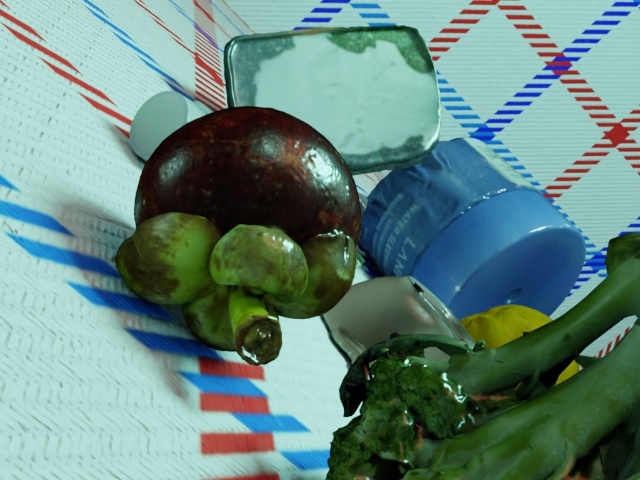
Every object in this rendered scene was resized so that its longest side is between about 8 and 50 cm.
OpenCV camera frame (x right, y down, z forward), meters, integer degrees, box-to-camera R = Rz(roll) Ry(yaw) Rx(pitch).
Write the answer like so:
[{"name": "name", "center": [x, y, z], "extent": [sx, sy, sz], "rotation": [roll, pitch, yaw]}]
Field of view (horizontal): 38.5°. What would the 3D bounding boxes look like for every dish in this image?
[{"name": "dish", "center": [0.103, 0.113, 0.893], "extent": [0.213, 0.090, 0.213], "rotation": [46, 10, -10]}]

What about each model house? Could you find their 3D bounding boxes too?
[{"name": "model house", "center": [-0.008, -0.158, 1.258], "extent": [0.301, 0.272, 0.190], "rotation": [152, -71, -74]}]

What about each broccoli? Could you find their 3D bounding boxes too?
[{"name": "broccoli", "center": [0.164, 0.148, 0.487], "extent": [0.304, 0.283, 0.321], "rotation": [24, 5, -41]}]

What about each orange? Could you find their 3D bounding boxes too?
[{"name": "orange", "center": [0.202, 0.140, 1.007], "extent": [0.136, 0.159, 0.159], "rotation": [63, 8, -6]}]

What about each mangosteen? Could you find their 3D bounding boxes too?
[{"name": "mangosteen", "center": [-0.048, 0.007, 0.594], "extent": [0.145, 0.156, 0.181], "rotation": [89, -6, -67]}]

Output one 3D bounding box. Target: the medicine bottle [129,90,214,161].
[{"name": "medicine bottle", "center": [-0.093, -0.069, 0.850], "extent": [0.183, 0.069, 0.119], "rotation": [31, 21, -53]}]

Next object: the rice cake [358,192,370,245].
[{"name": "rice cake", "center": [0.102, -0.019, 1.520], "extent": [0.106, 0.050, 0.298], "rotation": [49, 10, 14]}]

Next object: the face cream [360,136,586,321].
[{"name": "face cream", "center": [0.207, 0.008, 1.291], "extent": [0.249, 0.249, 0.225], "rotation": [35, 13, -50]}]

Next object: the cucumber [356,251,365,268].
[{"name": "cucumber", "center": [0.000, 0.000, 1.020], "extent": [0.105, 0.048, 0.048], "rotation": [49, 10, 8]}]
